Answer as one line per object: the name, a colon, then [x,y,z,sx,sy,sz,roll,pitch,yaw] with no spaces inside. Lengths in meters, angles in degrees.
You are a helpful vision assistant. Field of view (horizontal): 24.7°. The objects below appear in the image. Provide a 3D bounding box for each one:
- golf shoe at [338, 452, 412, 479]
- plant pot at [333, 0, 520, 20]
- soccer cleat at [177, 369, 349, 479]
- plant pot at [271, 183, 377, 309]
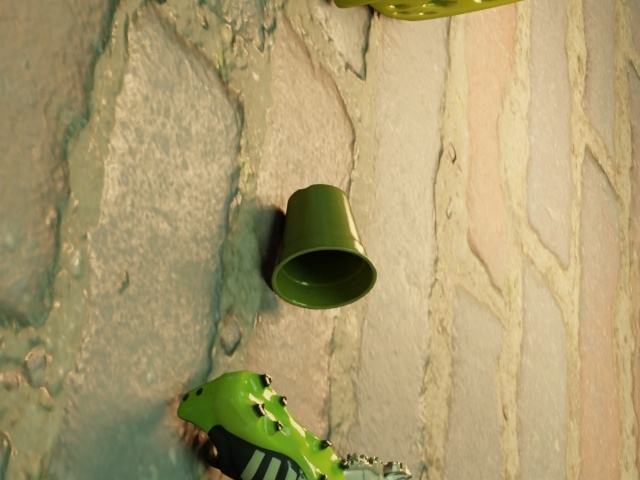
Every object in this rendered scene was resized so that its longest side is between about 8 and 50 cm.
golf shoe: [0.023,0.211,1.150,0.176,0.069,0.086,26,65,-57]
plant pot: [0.113,-0.329,1.339,0.207,0.227,0.228,-15,95,-57]
soccer cleat: [-0.033,0.158,1.040,0.179,0.072,0.060,55,33,-32]
plant pot: [0.000,0.000,1.171,0.083,0.083,0.079,49,27,-46]
